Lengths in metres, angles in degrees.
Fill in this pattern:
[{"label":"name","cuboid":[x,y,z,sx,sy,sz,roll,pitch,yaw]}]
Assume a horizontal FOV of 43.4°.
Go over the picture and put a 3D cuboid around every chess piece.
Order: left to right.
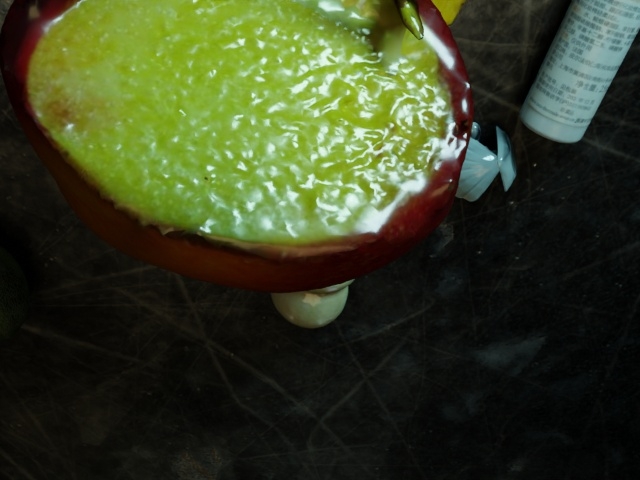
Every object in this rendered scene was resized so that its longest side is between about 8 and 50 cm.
[{"label":"chess piece","cuboid":[0.000,0.000,1.018,0.143,0.142,0.260,8,131,-8]}]

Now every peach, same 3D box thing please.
[{"label":"peach","cuboid":[-0.072,-0.124,0.751,0.406,0.310,0.334,9,87,-6]}]

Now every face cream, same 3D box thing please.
[{"label":"face cream","cuboid":[0.309,-0.239,0.882,0.082,0.082,0.268,13,123,-11]}]

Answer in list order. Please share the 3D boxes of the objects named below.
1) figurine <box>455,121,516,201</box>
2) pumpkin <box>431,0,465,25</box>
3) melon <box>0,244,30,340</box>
[{"label":"figurine","cuboid":[0.192,-0.098,0.989,0.086,0.082,0.094,-7,100,22]},{"label":"pumpkin","cuboid":[0.121,-0.332,0.803,0.290,0.095,0.258,33,113,-26]},{"label":"melon","cuboid":[-0.439,0.066,1.042,0.114,0.114,0.167,-10,124,5]}]
